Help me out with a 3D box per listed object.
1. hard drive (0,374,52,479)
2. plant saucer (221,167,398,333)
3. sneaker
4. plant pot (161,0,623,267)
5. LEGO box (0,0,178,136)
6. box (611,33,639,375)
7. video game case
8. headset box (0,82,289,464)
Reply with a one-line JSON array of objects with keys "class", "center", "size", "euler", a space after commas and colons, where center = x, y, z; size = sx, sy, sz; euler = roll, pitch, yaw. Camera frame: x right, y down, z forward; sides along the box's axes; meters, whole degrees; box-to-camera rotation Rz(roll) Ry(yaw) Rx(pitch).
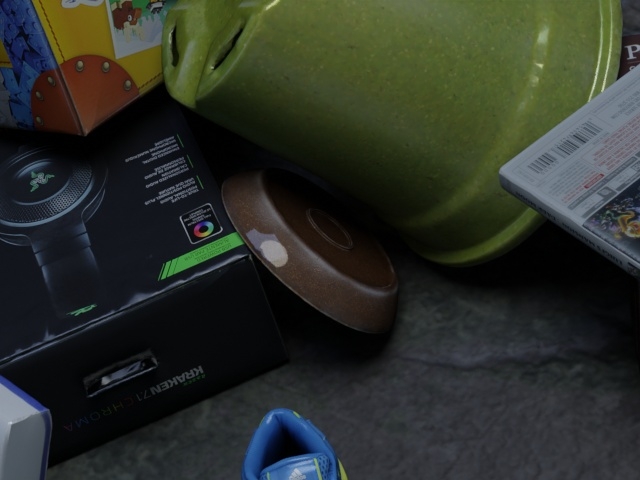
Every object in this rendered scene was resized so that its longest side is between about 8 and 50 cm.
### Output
[{"class": "hard drive", "center": [-0.312, 0.140, 0.929], "size": [0.319, 0.210, 0.040], "euler": [27, 27, 33]}, {"class": "plant saucer", "center": [0.000, 0.000, 1.002], "size": [0.029, 0.168, 0.168], "euler": [-47, 43, 20]}, {"class": "sneaker", "center": [-0.014, 0.209, 0.830], "size": [0.091, 0.126, 0.240], "euler": [-16, 46, 0]}, {"class": "plant pot", "center": [0.033, -0.146, 0.975], "size": [0.254, 0.276, 0.276], "euler": [19, 37, -29]}, {"class": "LEGO box", "center": [-0.187, -0.308, 1.197], "size": [0.372, 0.193, 0.500], "euler": [10, 39, 40]}, {"class": "box", "center": [0.296, -0.028, 0.938], "size": [0.168, 0.167, 0.203], "euler": [-7, 47, 10]}, {"class": "video game case", "center": [0.241, -0.051, 0.844], "size": [0.190, 0.022, 0.173], "euler": [-36, 48, -18]}, {"class": "headset box", "center": [-0.188, 0.023, 1.046], "size": [0.246, 0.131, 0.283], "euler": [-23, 47, -5]}]
